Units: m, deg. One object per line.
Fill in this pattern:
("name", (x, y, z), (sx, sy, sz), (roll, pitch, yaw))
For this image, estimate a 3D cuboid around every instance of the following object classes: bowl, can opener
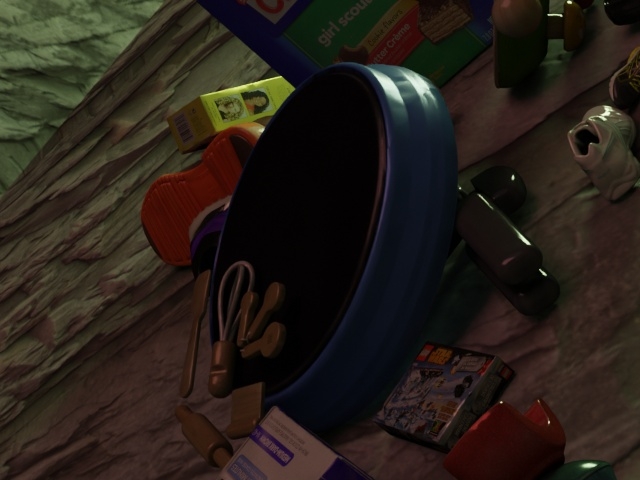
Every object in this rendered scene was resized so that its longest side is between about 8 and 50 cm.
("bowl", (0.000, 0.000, 1.805), (0.391, 0.077, 0.391), (-42, 39, 46))
("can opener", (0.167, -0.018, 1.676), (0.093, 0.074, 0.280), (-32, 24, 4))

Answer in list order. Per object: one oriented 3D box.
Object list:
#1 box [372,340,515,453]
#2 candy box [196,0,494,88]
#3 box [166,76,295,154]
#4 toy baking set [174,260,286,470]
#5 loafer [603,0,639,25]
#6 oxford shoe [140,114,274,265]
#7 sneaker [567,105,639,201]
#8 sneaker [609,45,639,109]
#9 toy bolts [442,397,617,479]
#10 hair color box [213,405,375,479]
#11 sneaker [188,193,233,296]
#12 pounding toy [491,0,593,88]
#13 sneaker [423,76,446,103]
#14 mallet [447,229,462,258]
("box", (0.109, 0.141, 1.588), (0.094, 0.027, 0.137), (-55, 20, -11))
("candy box", (0.040, -0.313, 2.151), (0.268, 0.317, 0.122), (-40, 21, 25))
("box", (-0.093, -0.178, 2.403), (0.232, 0.058, 0.087), (-20, -6, -43))
("toy baking set", (-0.091, 0.124, 1.790), (0.256, 0.030, 0.196), (26, 95, 63))
("loafer", (0.369, -0.302, 1.778), (0.223, 0.078, 0.076), (-37, 22, 31))
("oxford shoe", (-0.124, -0.065, 2.401), (0.133, 0.130, 0.364), (-27, -3, -39))
("sneaker", (0.263, -0.097, 1.654), (0.054, 0.061, 0.152), (-44, 18, 21))
("sneaker", (0.310, -0.163, 1.717), (0.035, 0.031, 0.083), (-17, 36, 56))
("toy bolts", (0.142, 0.238, 1.253), (0.228, 0.158, 0.218), (-52, -24, 22))
("hair color box", (-0.084, 0.323, 1.548), (0.339, 0.110, 0.185), (-53, 20, -5))
("sneaker", (-0.057, -0.028, 2.178), (0.293, 0.102, 0.146), (-44, 24, 29))
("pounding toy", (0.245, -0.265, 1.914), (0.237, 0.110, 0.183), (64, -151, -74))
("sneaker", (0.027, -0.060, 2.026), (0.169, 0.108, 0.292), (-14, 41, 54))
("mallet", (0.103, 0.035, 1.797), (0.062, 0.039, 0.189), (-10, 39, 56))
